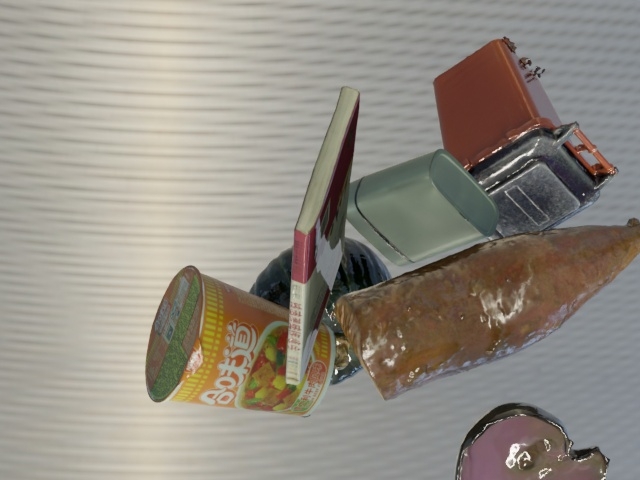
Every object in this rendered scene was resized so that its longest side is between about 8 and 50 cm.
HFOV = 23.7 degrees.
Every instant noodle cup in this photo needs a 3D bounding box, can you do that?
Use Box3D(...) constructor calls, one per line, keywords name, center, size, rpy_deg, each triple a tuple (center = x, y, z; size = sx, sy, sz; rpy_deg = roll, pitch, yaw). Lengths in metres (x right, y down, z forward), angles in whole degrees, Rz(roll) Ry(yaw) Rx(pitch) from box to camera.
Box3D(name="instant noodle cup", center=(-0.087, 0.130, 1.769), size=(0.185, 0.168, 0.168), rpy_deg=(16, 133, -23))

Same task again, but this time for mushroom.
Box3D(name="mushroom", center=(0.193, 0.230, 1.418), size=(0.141, 0.117, 0.188), rpy_deg=(-13, 108, -1))

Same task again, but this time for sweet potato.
Box3D(name="sweet potato", center=(0.180, 0.058, 1.531), size=(0.336, 0.131, 0.131), rpy_deg=(-18, 138, -13))

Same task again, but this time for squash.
Box3D(name="squash", center=(0.002, 0.096, 2.009), size=(0.218, 0.172, 0.218), rpy_deg=(-38, 158, -19))

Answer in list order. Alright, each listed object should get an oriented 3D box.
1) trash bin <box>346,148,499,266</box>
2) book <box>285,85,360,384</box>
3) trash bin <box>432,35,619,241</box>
Box3D(name="trash bin", center=(0.107, -0.033, 1.645), size=(0.130, 0.059, 0.116), rpy_deg=(-19, 129, 42))
Box3D(name="book", center=(0.000, 0.000, 1.322), size=(0.022, 0.162, 0.232), rpy_deg=(15, 144, 6))
Box3D(name="trash bin", center=(0.242, -0.132, 1.889), size=(0.184, 0.239, 0.161), rpy_deg=(-31, 133, 21))
